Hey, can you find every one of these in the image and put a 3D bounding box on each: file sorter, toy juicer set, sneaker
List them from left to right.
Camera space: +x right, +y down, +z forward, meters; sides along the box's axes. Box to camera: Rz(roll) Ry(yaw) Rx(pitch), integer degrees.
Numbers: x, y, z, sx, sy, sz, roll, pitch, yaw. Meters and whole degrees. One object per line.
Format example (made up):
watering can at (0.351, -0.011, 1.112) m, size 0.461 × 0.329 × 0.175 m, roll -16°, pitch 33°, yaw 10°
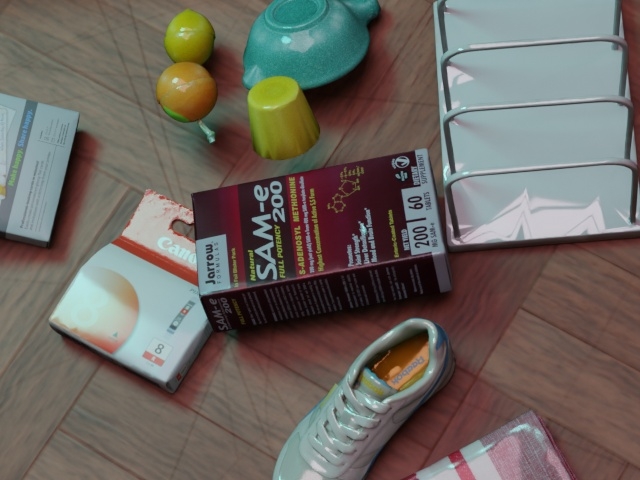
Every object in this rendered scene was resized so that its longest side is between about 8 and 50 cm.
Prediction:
toy juicer set at (-0.049, -0.210, 1.812) m, size 0.209 × 0.089 × 0.329 m, roll 8°, pitch 47°, yaw 25°
sneaker at (0.034, 0.162, 1.637) m, size 0.087 × 0.092 × 0.229 m, roll 38°, pitch 80°, yaw 19°
file sorter at (0.207, -0.155, 1.694) m, size 0.193 × 0.173 × 0.278 m, roll -4°, pitch 67°, yaw 7°

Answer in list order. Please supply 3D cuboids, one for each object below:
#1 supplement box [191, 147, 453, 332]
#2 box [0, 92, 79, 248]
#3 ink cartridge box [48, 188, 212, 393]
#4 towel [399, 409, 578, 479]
supplement box at (0.000, 0.000, 1.696) m, size 0.239 × 0.073 × 0.130 m, roll -11°, pitch 55°, yaw 5°
box at (-0.354, -0.083, 1.791) m, size 0.186 × 0.038 × 0.145 m, roll 14°, pitch 75°, yaw -7°
ink cartridge box at (-0.164, 0.044, 1.745) m, size 0.145 × 0.045 × 0.179 m, roll 26°, pitch 77°, yaw 17°
towel at (0.110, 0.328, 1.589) m, size 0.329 × 0.037 × 0.237 m, roll -28°, pitch 66°, yaw -2°
